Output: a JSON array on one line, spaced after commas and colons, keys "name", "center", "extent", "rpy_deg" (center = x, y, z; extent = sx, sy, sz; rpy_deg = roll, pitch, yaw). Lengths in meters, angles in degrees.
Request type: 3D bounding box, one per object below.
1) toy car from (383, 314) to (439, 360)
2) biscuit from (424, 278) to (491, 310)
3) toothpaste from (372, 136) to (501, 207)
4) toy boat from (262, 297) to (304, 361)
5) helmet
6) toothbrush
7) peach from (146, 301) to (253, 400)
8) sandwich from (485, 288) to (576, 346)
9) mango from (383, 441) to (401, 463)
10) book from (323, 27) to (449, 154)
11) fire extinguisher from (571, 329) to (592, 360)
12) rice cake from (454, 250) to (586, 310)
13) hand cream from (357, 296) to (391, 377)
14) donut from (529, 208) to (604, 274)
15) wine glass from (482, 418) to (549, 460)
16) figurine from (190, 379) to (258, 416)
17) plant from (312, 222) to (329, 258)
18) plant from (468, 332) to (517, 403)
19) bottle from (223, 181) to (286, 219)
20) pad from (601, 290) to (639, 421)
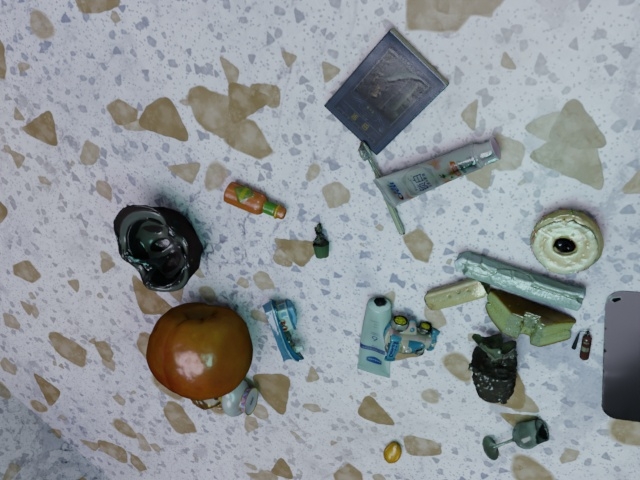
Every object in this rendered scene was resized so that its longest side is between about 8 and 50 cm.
[{"name": "toy car", "center": [0.263, 0.302, 1.902], "extent": [0.162, 0.098, 0.126], "rpy_deg": [12, 126, -1]}, {"name": "biscuit", "center": [0.373, 0.145, 1.793], "extent": [0.188, 0.052, 0.056], "rpy_deg": [-21, 99, 38]}, {"name": "toothpaste", "center": [0.289, -0.171, 1.631], "extent": [0.323, 0.066, 0.100], "rpy_deg": [-21, 120, 33]}, {"name": "toy boat", "center": [-0.106, 0.293, 2.092], "extent": [0.098, 0.109, 0.237], "rpy_deg": [-19, 114, -4]}, {"name": "helmet", "center": [-0.486, 0.000, 2.035], "extent": [0.225, 0.177, 0.305], "rpy_deg": [-21, 102, 27]}, {"name": "toothbrush", "center": [0.166, -0.134, 1.731], "extent": [0.026, 0.028, 0.294], "rpy_deg": [-1, 129, 45]}, {"name": "peach", "center": [-0.390, 0.370, 2.127], "extent": [0.343, 0.343, 0.301], "rpy_deg": [10, 105, 19]}, {"name": "sandwich", "center": [0.550, 0.216, 1.734], "extent": [0.244, 0.088, 0.090], "rpy_deg": [19, 125, 13]}, {"name": "mango", "center": [0.245, 0.719, 2.213], "extent": [0.060, 0.046, 0.089], "rpy_deg": [20, 121, 14]}, {"name": "book", "center": [0.157, -0.359, 1.605], "extent": [0.191, 0.025, 0.269], "rpy_deg": [43, 127, -5]}, {"name": "fire extinguisher", "center": [0.699, 0.272, 1.742], "extent": [0.046, 0.032, 0.100], "rpy_deg": [33, 138, 48]}, {"name": "rice cake", "center": [0.514, 0.102, 1.696], "extent": [0.336, 0.066, 0.063], "rpy_deg": [16, 116, 15]}, {"name": "hand cream", "center": [0.172, 0.300, 1.998], "extent": [0.109, 0.067, 0.320], "rpy_deg": [14, 131, 16]}, {"name": "donut", "center": [0.601, 0.000, 1.592], "extent": [0.175, 0.068, 0.174], "rpy_deg": [13, 123, 21]}, {"name": "wine glass", "center": [0.587, 0.597, 1.958], "extent": [0.079, 0.079, 0.195], "rpy_deg": [47, 128, -7]}, {"name": "figurine", "center": [-0.360, 0.550, 2.338], "extent": [0.264, 0.142, 0.189], "rpy_deg": [7, 145, 22]}, {"name": "plant", "center": [0.000, 0.000, 1.885], "extent": [0.051, 0.051, 0.102], "rpy_deg": [3, 115, 24]}, {"name": "plant", "center": [0.487, 0.350, 1.820], "extent": [0.142, 0.131, 0.203], "rpy_deg": [-1, 117, 29]}, {"name": "bottle", "center": [-0.187, -0.110, 1.895], "extent": [0.187, 0.069, 0.069], "rpy_deg": [22, 126, 9]}, {"name": "pad", "center": [0.892, 0.299, 1.668], "extent": [0.315, 0.063, 0.375], "rpy_deg": [4, 110, 24]}]
